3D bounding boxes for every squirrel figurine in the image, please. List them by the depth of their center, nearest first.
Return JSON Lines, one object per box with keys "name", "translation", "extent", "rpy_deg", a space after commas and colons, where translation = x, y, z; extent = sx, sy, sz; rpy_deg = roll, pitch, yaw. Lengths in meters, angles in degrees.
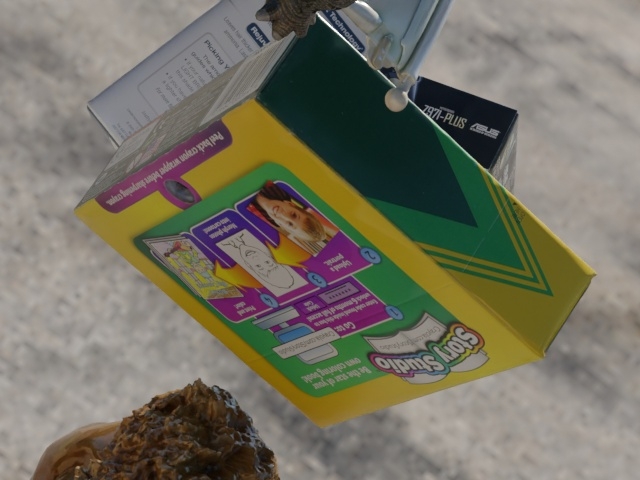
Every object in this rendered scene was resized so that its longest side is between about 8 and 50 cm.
{"name": "squirrel figurine", "translation": [-0.224, 0.309, 1.838], "extent": [0.281, 0.397, 0.370], "rpy_deg": [52, 40, 10]}

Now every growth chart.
{"name": "growth chart", "translation": [0.022, -0.225, 1.304], "extent": [0.021, 0.172, 0.237], "rpy_deg": [-6, -45, 48]}

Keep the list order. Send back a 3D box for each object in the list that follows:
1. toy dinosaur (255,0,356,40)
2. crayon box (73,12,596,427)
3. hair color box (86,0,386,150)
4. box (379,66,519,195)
{"name": "toy dinosaur", "translation": [0.054, -0.162, 0.932], "extent": [0.313, 0.121, 0.160], "rpy_deg": [-8, 6, -30]}
{"name": "crayon box", "translation": [0.000, 0.000, 1.679], "extent": [0.313, 0.106, 0.363], "rpy_deg": [41, -29, -15]}
{"name": "hair color box", "translation": [-0.071, -0.183, 2.225], "extent": [0.174, 0.347, 0.105], "rpy_deg": [52, -5, 3]}
{"name": "box", "translation": [0.113, -0.076, 1.974], "extent": [0.147, 0.077, 0.180], "rpy_deg": [21, -26, 15]}
